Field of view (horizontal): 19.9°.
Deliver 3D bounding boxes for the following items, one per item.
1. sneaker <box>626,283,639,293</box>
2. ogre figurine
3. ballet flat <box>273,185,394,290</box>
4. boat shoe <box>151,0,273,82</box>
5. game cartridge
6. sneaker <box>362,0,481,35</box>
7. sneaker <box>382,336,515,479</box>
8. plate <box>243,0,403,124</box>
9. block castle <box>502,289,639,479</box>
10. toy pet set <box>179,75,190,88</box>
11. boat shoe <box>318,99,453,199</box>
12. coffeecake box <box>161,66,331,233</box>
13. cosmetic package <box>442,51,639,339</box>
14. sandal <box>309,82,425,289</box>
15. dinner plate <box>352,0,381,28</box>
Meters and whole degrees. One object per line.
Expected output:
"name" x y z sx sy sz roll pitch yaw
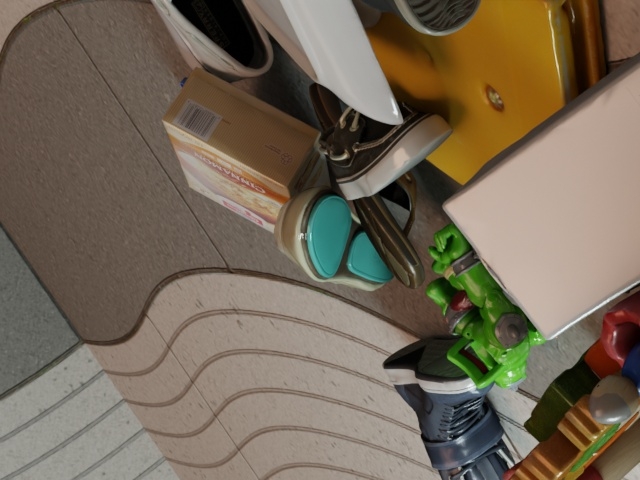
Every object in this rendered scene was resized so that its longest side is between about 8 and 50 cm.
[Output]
"sneaker" 0.220 -0.062 1.260 0.234 0.078 0.106 108 142 -55
"ogre figurine" 0.146 0.067 1.640 0.118 0.097 0.197 57 152 23
"ballet flat" 0.000 0.000 1.736 0.086 0.086 0.248 43 -177 25
"boat shoe" -0.135 -0.258 1.705 0.088 0.096 0.267 7 133 58
"game cartridge" 0.099 -0.157 1.427 0.323 0.052 0.285 40 158 38
"sneaker" 0.027 -0.245 1.249 0.118 0.083 0.222 24 138 64
"sneaker" 0.150 0.181 1.819 0.163 0.086 0.226 63 168 -5
"plate" -0.052 -0.237 1.395 0.278 0.045 0.277 51 171 52
"block castle" 0.297 0.196 1.342 0.303 0.213 0.453 47 161 14
"toy pet set" -0.123 -0.120 1.960 0.114 0.065 0.122 55 161 -7
"boat shoe" 0.042 -0.081 1.498 0.070 0.078 0.219 54 164 -4
"coffeecake box" -0.068 -0.079 1.802 0.142 0.068 0.185 28 166 13
"cosmetic package" 0.203 -0.049 1.135 0.231 0.085 0.117 -35 93 34
"sandal" 0.052 -0.059 1.663 0.090 0.060 0.219 72 175 -61
"dinner plate" -0.002 -0.225 1.445 0.141 0.017 0.141 48 161 22
